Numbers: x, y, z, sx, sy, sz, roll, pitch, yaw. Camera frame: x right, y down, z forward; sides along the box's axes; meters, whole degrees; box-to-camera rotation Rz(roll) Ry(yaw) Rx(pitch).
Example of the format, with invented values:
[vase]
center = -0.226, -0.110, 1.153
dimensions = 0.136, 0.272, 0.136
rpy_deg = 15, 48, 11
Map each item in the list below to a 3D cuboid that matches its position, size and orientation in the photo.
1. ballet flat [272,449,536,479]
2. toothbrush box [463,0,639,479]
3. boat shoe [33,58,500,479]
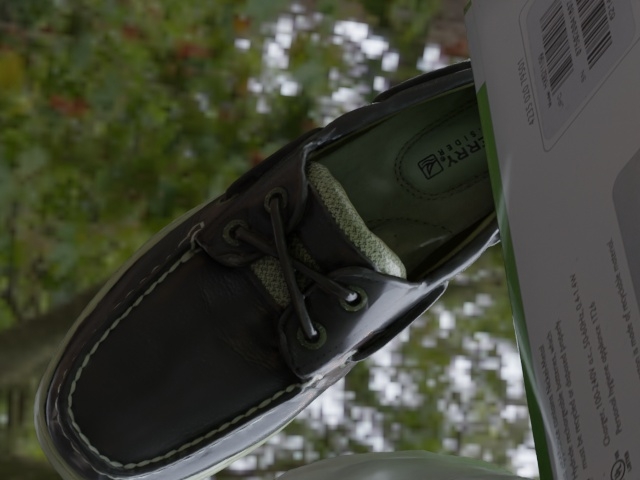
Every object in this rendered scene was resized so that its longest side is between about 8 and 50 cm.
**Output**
[ballet flat]
center = -0.060, 0.194, 0.367
dimensions = 0.400, 0.139, 0.139
rpy_deg = -51, -163, -24
[toothbrush box]
center = 0.191, 0.013, 0.454
dimensions = 0.122, 0.283, 0.206
rpy_deg = -55, -153, 37
[boat shoe]
center = 0.001, 0.001, 0.614
dimensions = 0.080, 0.223, 0.073
rpy_deg = 52, -19, 6
